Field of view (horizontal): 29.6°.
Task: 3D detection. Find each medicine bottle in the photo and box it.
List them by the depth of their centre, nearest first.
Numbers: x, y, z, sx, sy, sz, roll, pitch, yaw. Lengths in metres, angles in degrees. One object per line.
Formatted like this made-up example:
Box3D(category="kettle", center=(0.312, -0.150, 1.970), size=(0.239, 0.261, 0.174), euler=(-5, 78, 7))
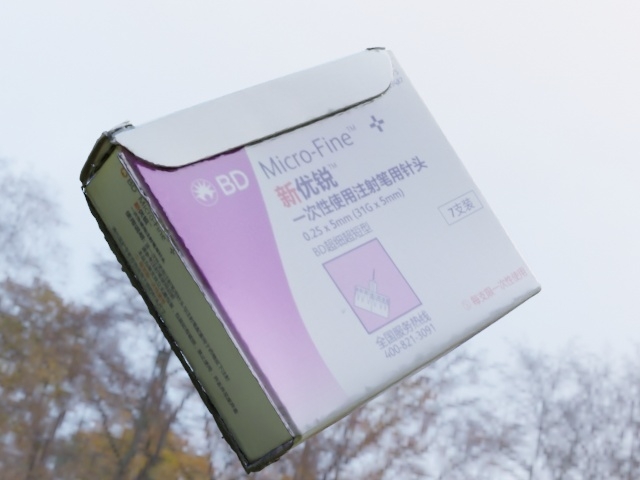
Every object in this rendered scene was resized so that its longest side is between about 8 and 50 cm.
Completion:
Box3D(category="medicine bottle", center=(0.000, 0.000, 0.622), size=(0.052, 0.201, 0.171), euler=(-39, -101, 49))
